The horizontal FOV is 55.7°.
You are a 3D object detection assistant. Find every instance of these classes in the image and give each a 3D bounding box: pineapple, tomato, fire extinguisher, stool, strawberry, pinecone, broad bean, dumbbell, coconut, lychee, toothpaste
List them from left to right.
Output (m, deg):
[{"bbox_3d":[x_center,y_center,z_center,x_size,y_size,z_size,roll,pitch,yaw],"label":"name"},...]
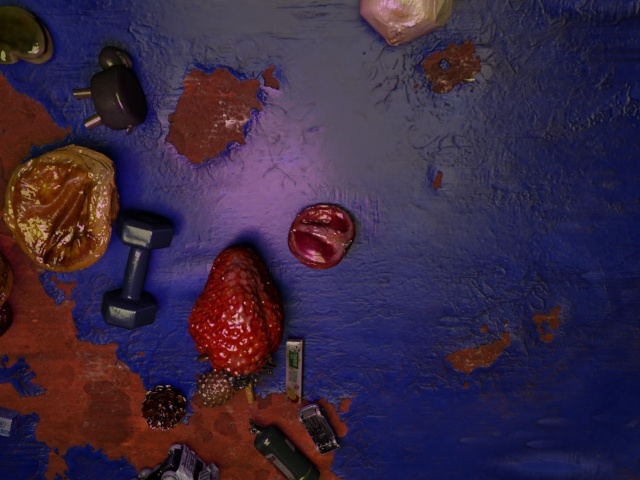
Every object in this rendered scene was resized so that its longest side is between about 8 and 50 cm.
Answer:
[{"bbox_3d":[-1.089,0.542,1.895,0.273,0.053,0.066,16,105,-1],"label":"toothpaste"},{"bbox_3d":[-0.969,0.232,1.773,0.123,0.123,0.129,37,112,-7],"label":"lychee"},{"bbox_3d":[-0.806,-0.532,1.579,0.207,0.072,0.153,14,93,0],"label":"broad bean"},{"bbox_3d":[-0.545,-0.382,1.582,0.139,0.153,0.227,-13,62,9],"label":"stool"},{"bbox_3d":[-0.516,0.083,1.696,0.144,0.160,0.324,24,108,26],"label":"dumbbell"},{"bbox_3d":[-0.471,0.507,1.823,0.140,0.121,0.140,-2,106,-6],"label":"pinecone"},{"bbox_3d":[-0.243,0.408,1.785,0.251,0.125,0.125,-26,102,8],"label":"pineapple"},{"bbox_3d":[-0.219,0.183,1.649,0.268,0.312,0.350,4,88,-19],"label":"strawberry"},{"bbox_3d":[-0.131,0.645,1.858,0.294,0.118,0.093,48,67,-10],"label":"fire extinguisher"},{"bbox_3d":[0.000,0.000,1.678,0.173,0.099,0.189,26,65,10],"label":"tomato"},{"bbox_3d":[0.206,-0.583,1.444,0.227,0.227,0.230,5,104,1],"label":"coconut"}]

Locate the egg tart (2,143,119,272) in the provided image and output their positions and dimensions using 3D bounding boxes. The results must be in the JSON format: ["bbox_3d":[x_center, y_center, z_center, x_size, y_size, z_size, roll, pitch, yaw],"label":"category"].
[{"bbox_3d":[-0.690,-0.087,1.650,0.340,0.153,0.351,5,100,12],"label":"egg tart"}]

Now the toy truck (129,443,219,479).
[{"bbox_3d":[-0.467,0.782,1.895,0.338,0.133,0.184,-40,110,15],"label":"toy truck"}]

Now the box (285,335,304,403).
[{"bbox_3d":[-0.077,0.389,1.812,0.050,0.041,0.207,3,105,5],"label":"box"}]

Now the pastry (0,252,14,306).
[{"bbox_3d":[-0.993,0.104,1.693,0.235,0.132,0.240,29,72,18],"label":"pastry"}]

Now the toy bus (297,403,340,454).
[{"bbox_3d":[-0.005,0.562,1.838,0.073,0.076,0.167,-24,105,10],"label":"toy bus"}]

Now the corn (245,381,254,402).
[{"bbox_3d":[-0.217,0.456,1.842,0.027,0.028,0.083,-1,107,25],"label":"corn"}]
